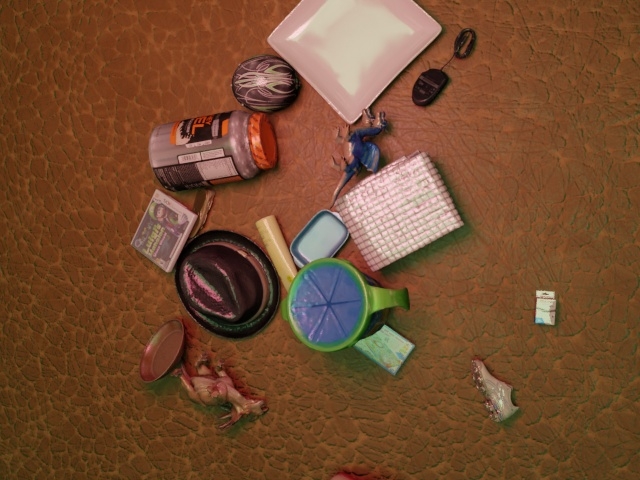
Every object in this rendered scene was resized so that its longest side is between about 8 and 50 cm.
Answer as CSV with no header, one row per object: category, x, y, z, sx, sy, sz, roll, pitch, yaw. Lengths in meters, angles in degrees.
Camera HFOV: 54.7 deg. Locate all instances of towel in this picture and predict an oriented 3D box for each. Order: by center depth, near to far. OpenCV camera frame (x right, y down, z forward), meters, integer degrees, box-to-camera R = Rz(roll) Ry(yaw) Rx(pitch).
towel,0.208,-0.079,1.636,0.284,0.121,0.235,-30,84,14

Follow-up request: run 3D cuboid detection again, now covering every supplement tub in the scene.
supplement tub,-0.291,-0.249,1.703,0.316,0.193,0.193,-8,91,12

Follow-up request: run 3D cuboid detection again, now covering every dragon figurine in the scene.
dragon figurine,0.099,-0.216,1.603,0.085,0.144,0.289,-2,81,56

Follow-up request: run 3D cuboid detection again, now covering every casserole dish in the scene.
casserole dish,0.000,0.000,1.727,0.114,0.037,0.188,42,100,8

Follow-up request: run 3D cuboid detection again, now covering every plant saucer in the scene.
plant saucer,-0.451,0.324,1.796,0.198,0.198,0.036,-45,124,11

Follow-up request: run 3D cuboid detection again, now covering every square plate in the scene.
square plate,0.088,-0.553,1.676,0.347,0.049,0.344,-45,82,11

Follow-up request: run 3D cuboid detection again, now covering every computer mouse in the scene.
computer mouse,0.328,-0.454,1.635,0.071,0.041,0.242,42,96,25

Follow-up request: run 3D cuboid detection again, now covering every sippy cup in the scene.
sippy cup,0.067,0.169,1.607,0.305,0.224,0.240,31,99,29

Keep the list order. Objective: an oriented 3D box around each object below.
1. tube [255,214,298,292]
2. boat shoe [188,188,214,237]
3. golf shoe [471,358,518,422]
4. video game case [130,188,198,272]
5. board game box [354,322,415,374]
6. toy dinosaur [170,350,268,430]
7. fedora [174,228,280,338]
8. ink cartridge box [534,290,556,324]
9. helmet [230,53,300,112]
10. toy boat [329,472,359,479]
tube,-0.110,0.048,1.738,0.062,0.070,0.240,-24,87,11
boat shoe,-0.351,-0.078,1.803,0.056,0.048,0.153,25,101,28
golf shoe,0.460,0.386,1.633,0.086,0.069,0.176,-23,90,-7
video game case,-0.461,-0.030,1.815,0.173,0.022,0.190,32,100,27
board game box,0.169,0.284,1.704,0.154,0.026,0.103,35,100,10
toy dinosaur,-0.316,0.442,1.785,0.296,0.127,0.200,14,132,28
fedora,-0.286,0.130,1.739,0.334,0.152,0.334,1,93,13
ink cartridge box,0.582,0.174,1.602,0.048,0.028,0.083,3,93,13
helmet,-0.150,-0.423,1.672,0.169,0.161,0.169,2,96,26
toy boat,0.129,0.721,1.679,0.231,0.151,0.151,4,95,55
